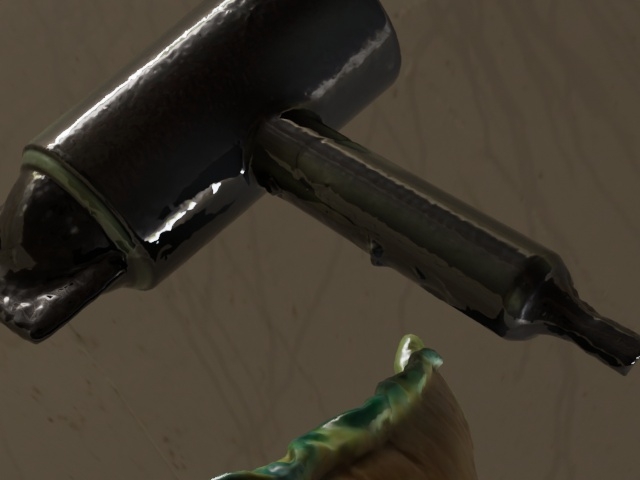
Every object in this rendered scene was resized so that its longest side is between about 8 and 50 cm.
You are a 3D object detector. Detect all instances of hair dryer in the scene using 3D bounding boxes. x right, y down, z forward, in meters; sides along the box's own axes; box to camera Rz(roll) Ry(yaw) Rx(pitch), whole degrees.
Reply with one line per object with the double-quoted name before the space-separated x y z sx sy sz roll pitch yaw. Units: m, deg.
"hair dryer" 0.000 0.000 0.547 0.248 0.078 0.195 30 -117 36

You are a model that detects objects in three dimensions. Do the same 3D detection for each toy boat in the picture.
"toy boat" -0.011 0.107 0.512 0.099 0.108 0.293 21 -148 31
